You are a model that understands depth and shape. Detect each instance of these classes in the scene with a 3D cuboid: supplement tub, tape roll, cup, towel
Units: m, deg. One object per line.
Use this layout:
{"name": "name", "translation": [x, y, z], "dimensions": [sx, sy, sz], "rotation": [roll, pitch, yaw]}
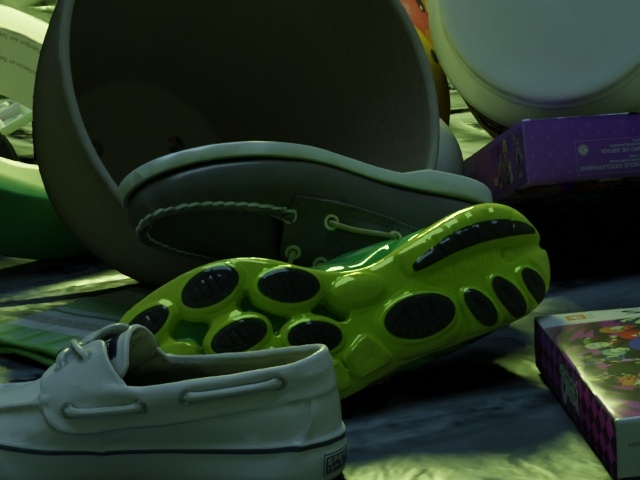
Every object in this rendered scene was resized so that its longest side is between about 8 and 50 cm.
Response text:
{"name": "supplement tub", "translation": [0.226, -0.202, 1.570], "dimensions": [0.235, 0.235, 0.325], "rotation": [-1, -5, 11]}
{"name": "tape roll", "translation": [-0.315, -0.115, 1.609], "dimensions": [0.321, 0.077, 0.321], "rotation": [21, 32, -14]}
{"name": "cup", "translation": [-0.102, -0.088, 1.385], "dimensions": [0.331, 0.331, 0.237], "rotation": [-11, -11, -33]}
{"name": "towel", "translation": [-0.168, 0.066, 1.260], "dimensions": [0.152, 0.023, 0.113], "rotation": [-17, 15, -42]}

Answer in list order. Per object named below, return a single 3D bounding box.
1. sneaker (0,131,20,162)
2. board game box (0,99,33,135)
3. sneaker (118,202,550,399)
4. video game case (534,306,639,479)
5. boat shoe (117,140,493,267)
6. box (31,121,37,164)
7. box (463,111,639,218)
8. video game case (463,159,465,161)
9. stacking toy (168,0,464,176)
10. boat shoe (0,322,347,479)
{"name": "sneaker", "translation": [-0.485, -0.062, 1.672], "dimensions": [0.384, 0.145, 0.147], "rotation": [-3, -1, -32]}
{"name": "board game box", "translation": [-0.344, -0.190, 2.059], "dimensions": [0.390, 0.050, 0.390], "rotation": [-30, 12, 3]}
{"name": "sneaker", "translation": [0.009, 0.059, 1.097], "dimensions": [0.295, 0.109, 0.123], "rotation": [-13, -15, -21]}
{"name": "video game case", "translation": [0.251, 0.081, 1.005], "dimensions": [0.210, 0.042, 0.232], "rotation": [-5, 12, -2]}
{"name": "boat shoe", "translation": [0.002, -0.002, 1.203], "dimensions": [0.305, 0.091, 0.109], "rotation": [6, -28, -31]}
{"name": "box", "translation": [-0.170, -0.153, 2.186], "dimensions": [0.257, 0.079, 0.322], "rotation": [3, 13, 36]}
{"name": "box", "translation": [0.241, -0.063, 1.486], "dimensions": [0.200, 0.057, 0.293], "rotation": [-4, -5, -7]}
{"name": "video game case", "translation": [0.231, -0.078, 1.854], "dimensions": [0.157, 0.019, 0.143], "rotation": [9, 17, 44]}
{"name": "stacking toy", "translation": [0.016, -0.131, 1.637], "dimensions": [0.350, 0.351, 0.480], "rotation": [-7, 31, -18]}
{"name": "boat shoe", "translation": [-0.111, 0.088, 0.960], "dimensions": [0.258, 0.084, 0.095], "rotation": [-1, 12, 12]}
